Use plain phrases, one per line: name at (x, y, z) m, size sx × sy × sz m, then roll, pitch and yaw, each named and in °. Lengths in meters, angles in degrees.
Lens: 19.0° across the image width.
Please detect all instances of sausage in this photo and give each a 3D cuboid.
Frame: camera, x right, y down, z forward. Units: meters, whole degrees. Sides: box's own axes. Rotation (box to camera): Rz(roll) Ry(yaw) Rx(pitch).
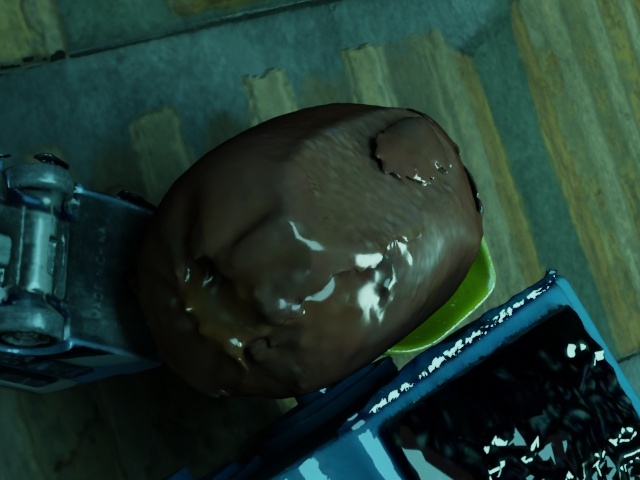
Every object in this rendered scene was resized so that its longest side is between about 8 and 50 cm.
sausage at (0.000, 0.000, 1.079) m, size 0.280 × 0.152 × 0.152 m, roll -31°, pitch 99°, yaw -63°

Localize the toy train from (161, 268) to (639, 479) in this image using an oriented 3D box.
toy train at (0.050, 0.156, 1.107) m, size 0.300 × 0.265 × 0.188 m, roll -31°, pitch 88°, yaw -46°

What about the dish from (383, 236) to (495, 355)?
dish at (0.018, 0.000, 1.266) m, size 0.208 × 0.080 × 0.148 m, roll 24°, pitch 71°, yaw -32°

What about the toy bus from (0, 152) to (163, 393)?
toy bus at (-0.227, 0.005, 1.010) m, size 0.297 × 0.131 × 0.106 m, roll 17°, pitch 66°, yaw -38°
